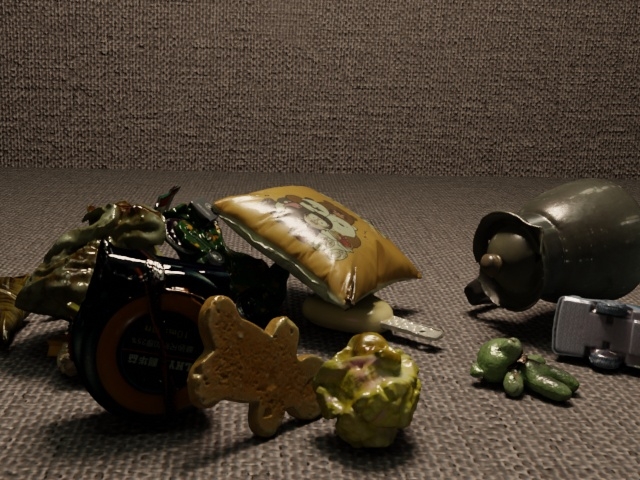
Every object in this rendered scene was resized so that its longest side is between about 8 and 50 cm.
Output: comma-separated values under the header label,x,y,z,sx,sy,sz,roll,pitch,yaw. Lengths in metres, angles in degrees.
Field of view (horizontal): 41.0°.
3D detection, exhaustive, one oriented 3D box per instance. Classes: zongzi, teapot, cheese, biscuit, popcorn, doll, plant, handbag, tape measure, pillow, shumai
label,x,y,z,sx,sy,sz,roll,pitch,yaw
zongzi,-0.566,0.123,1.371,0.187,0.084,0.184,-6,24,-2
teapot,0.374,0.018,1.507,0.285,0.223,0.305,-11,6,-28
cheese,0.095,0.133,1.455,0.252,0.054,0.127,13,20,36
biscuit,-0.070,0.166,1.075,0.030,0.153,0.234,-2,-20,44
popcorn,0.063,0.188,1.069,0.126,0.126,0.145,-19,20,39
doll,0.300,0.184,1.244,0.150,0.077,0.115,22,32,26
plant,-0.325,0.141,1.233,0.117,0.121,0.104,-16,10,-33
handbag,-0.381,0.159,1.334,0.061,0.027,0.083,1,8,12
tape measure,-0.213,0.120,1.092,0.202,0.222,0.135,11,7,-24
pillow,0.000,0.000,1.495,0.310,0.119,0.312,33,20,20
shumai,-0.342,0.036,1.350,0.189,0.218,0.256,14,-5,27

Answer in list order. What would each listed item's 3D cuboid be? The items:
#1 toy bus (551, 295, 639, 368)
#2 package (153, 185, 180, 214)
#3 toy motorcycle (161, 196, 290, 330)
label,x,y,z,sx,sy,sz,roll,pitch,yaw
toy bus,0.537,0.154,1.326,0.330,0.109,0.136,9,6,27
package,-0.317,0.014,1.549,0.040,0.232,0.166,21,18,-2
toy motorcycle,-0.159,0.037,1.507,0.274,0.125,0.187,46,27,2
